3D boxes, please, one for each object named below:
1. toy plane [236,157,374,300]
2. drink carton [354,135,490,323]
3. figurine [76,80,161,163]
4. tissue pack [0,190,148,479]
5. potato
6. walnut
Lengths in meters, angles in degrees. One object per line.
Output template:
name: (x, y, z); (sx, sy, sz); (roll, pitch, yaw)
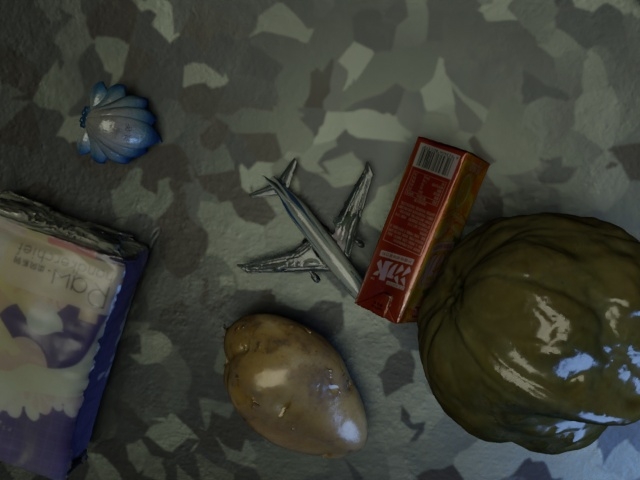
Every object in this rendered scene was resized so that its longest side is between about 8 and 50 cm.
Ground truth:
toy plane: (-0.001, -0.002, 0.955); (0.226, 0.058, 0.226); (-38, 98, 11)
drink carton: (0.127, -0.010, 0.902); (0.071, 0.096, 0.223); (24, 97, 28)
figurine: (-0.261, -0.149, 0.956); (0.114, 0.079, 0.114); (-7, 104, -30)
tissue pack: (-0.400, 0.127, 0.990); (0.242, 0.125, 0.343); (20, 102, 2)
potato: (-0.041, 0.202, 0.964); (0.161, 0.128, 0.234); (-23, 103, 15)
walnut: (0.260, 0.105, 0.841); (0.277, 0.253, 0.282); (15, 94, -19)
